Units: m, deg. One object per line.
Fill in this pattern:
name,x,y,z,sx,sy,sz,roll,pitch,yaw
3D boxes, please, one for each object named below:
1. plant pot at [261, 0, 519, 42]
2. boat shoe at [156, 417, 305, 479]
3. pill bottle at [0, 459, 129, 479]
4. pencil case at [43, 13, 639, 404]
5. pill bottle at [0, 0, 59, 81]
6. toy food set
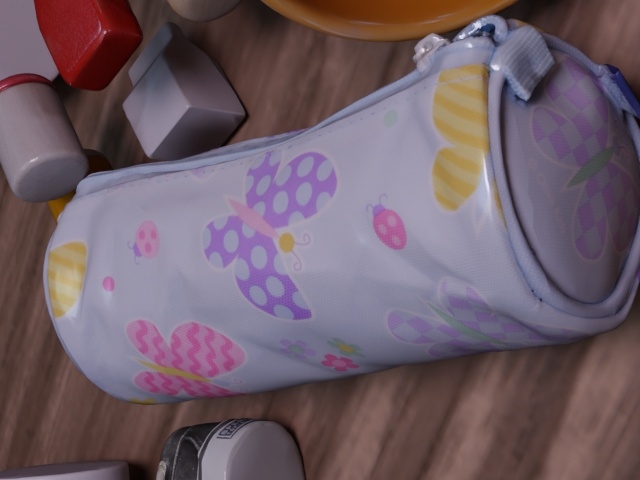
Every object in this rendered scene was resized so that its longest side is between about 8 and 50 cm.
plant pot,0.005,-0.208,0.481,0.188,0.205,0.205,51,125,45
boat shoe,-0.041,0.199,0.626,0.070,0.078,0.219,-11,79,40
pill bottle,-0.136,0.220,0.680,0.108,0.108,0.193,-8,85,41
pencil case,0.000,0.000,0.534,0.273,0.113,0.124,-16,127,42
pill bottle,-0.235,-0.095,0.739,0.187,0.112,0.112,-21,80,40
toy food set,-0.095,-0.109,0.618,0.232,0.111,0.104,-46,59,33
